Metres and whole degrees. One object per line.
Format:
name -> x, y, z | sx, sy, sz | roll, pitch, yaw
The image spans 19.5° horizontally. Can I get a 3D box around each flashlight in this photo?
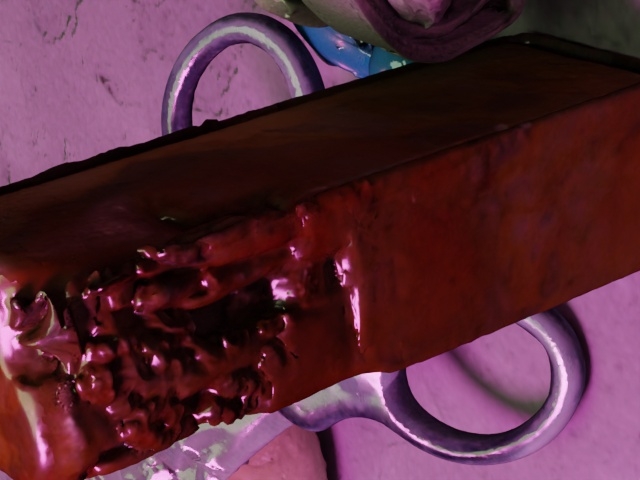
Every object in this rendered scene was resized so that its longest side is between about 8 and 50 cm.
flashlight -> 0.023, -0.098, 0.868 | 0.129, 0.051, 0.051 | 43, 138, 43

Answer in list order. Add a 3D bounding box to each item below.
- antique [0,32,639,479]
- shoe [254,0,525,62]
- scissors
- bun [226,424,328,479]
antique -> 0.000, 0.000, 0.712 | 0.093, 0.310, 0.087 | 23, 124, 47
shoe -> 0.004, -0.159, 0.752 | 0.198, 0.172, 0.351 | 63, 147, 5
scissors -> -0.059, 0.096, 0.946 | 0.256, 0.029, 0.383 | 45, 119, 10
bun -> -0.102, 0.115, 1.072 | 0.231, 0.133, 0.231 | 30, 132, 41
